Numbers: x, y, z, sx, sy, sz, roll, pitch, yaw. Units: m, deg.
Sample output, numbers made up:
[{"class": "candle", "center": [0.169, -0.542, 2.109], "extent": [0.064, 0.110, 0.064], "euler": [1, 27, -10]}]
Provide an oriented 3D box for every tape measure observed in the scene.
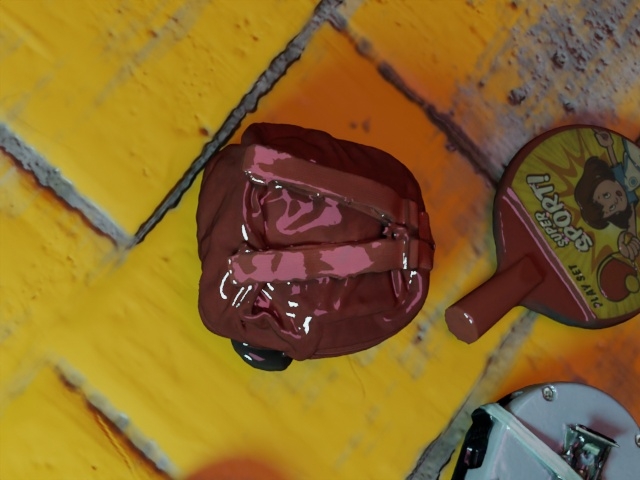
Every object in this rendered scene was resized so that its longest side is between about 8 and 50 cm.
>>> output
[{"class": "tape measure", "center": [0.211, 0.217, 1.768], "extent": [0.182, 0.107, 0.181], "euler": [19, 73, -18]}]

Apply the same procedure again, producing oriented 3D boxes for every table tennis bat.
[{"class": "table tennis bat", "center": [0.233, 0.006, 1.886], "extent": [0.310, 0.038, 0.200], "euler": [-35, 92, -34]}]

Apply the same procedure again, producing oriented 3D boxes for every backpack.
[{"class": "backpack", "center": [-0.001, 0.001, 1.702], "extent": [0.229, 0.139, 0.229], "euler": [7, 71, -20]}]
